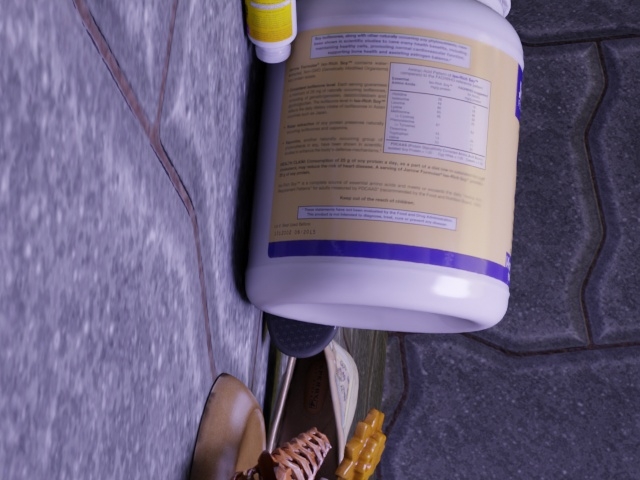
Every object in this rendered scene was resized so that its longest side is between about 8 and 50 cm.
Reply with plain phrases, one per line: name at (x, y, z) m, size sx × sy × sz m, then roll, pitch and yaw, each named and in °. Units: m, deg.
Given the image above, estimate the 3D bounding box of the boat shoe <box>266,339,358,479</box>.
boat shoe at (-0.019, 0.232, 1.339) m, size 0.089 × 0.105 × 0.285 m, roll 60°, pitch 30°, yaw -63°

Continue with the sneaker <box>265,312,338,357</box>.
sneaker at (0.001, -0.001, 1.387) m, size 0.145 × 0.090 × 0.270 m, roll 59°, pitch 32°, yaw -74°

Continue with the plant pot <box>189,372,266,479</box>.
plant pot at (-0.076, 0.232, 1.108) m, size 0.236 × 0.032 × 0.236 m, roll 4°, pitch 90°, yaw -83°

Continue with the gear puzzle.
gear puzzle at (-0.010, 0.309, 1.175) m, size 0.339 × 0.044 × 0.175 m, roll -63°, pitch 162°, yaw -18°

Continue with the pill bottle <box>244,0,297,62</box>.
pill bottle at (-0.042, -0.192, 1.104) m, size 0.043 × 0.043 × 0.083 m, roll -79°, pitch 171°, yaw -45°

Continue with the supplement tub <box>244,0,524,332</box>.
supplement tub at (0.062, -0.091, 1.201) m, size 0.241 × 0.241 × 0.331 m, roll 59°, pitch 36°, yaw -78°

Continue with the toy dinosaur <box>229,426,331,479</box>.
toy dinosaur at (-0.039, 0.259, 0.937) m, size 0.322 × 0.164 × 0.218 m, roll -46°, pitch 124°, yaw -35°
